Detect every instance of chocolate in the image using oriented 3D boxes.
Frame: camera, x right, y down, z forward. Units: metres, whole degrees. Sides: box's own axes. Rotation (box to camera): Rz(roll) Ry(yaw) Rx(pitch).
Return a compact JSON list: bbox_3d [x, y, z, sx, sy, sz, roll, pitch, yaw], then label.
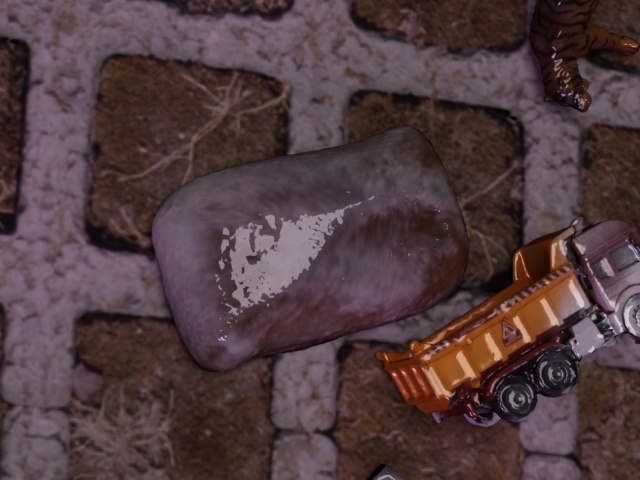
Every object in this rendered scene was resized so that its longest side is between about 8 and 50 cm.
[{"bbox_3d":[0.000,0.000,1.846,0.303,0.100,0.185,-16,86,-18],"label":"chocolate"}]

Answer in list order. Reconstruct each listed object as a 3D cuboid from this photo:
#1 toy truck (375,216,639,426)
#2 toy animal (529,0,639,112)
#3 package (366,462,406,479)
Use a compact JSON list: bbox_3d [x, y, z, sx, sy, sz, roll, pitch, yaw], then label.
[{"bbox_3d":[0.198,0.079,1.883,0.270,0.114,0.135,-30,92,-20],"label":"toy truck"},{"bbox_3d":[0.261,-0.262,1.945,0.114,0.255,0.116,32,46,23],"label":"toy animal"},{"bbox_3d":[0.066,0.320,1.824,0.173,0.027,0.171,47,64,-4],"label":"package"}]
